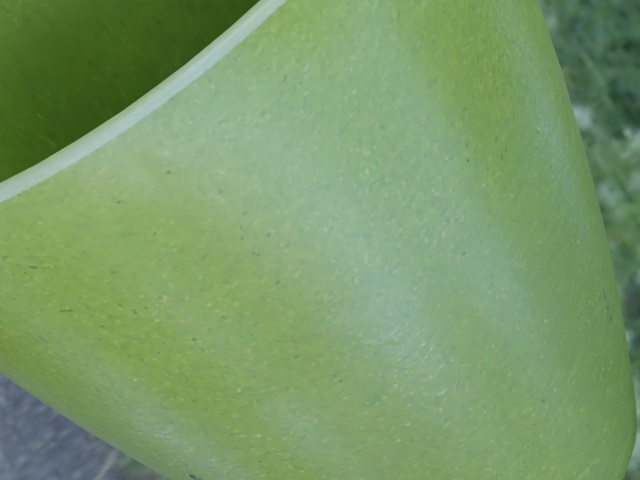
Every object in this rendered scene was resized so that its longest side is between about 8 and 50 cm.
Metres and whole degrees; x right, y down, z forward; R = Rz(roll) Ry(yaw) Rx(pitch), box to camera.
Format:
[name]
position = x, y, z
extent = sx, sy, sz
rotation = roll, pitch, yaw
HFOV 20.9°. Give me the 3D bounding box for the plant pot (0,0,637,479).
[plant pot]
position = 0.000, 0.000, 0.681
extent = 0.293, 0.275, 0.275
rotation = 52, 40, -29
